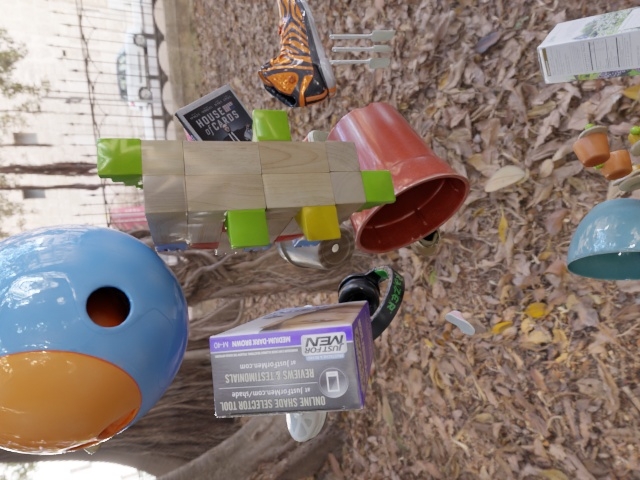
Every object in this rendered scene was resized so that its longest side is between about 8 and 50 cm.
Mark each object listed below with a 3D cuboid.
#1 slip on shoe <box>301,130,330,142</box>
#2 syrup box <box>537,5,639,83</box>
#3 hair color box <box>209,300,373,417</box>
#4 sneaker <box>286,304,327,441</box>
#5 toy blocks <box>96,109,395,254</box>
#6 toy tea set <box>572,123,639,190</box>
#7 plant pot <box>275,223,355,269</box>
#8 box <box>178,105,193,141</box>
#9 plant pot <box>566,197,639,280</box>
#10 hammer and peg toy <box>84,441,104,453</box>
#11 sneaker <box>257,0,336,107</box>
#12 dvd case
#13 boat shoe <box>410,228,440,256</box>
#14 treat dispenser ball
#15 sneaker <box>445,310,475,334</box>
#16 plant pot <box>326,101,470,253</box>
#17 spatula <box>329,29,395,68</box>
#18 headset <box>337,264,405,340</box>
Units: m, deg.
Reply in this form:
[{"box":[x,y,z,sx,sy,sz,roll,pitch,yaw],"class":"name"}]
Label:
[{"box":[0.039,-0.392,1.727,0.101,0.331,0.123,-21,77,38],"class":"slip on shoe"},{"box":[0.588,-0.398,0.817,0.236,0.093,0.096,19,152,53],"class":"syrup box"},{"box":[-0.017,0.167,0.640,0.339,0.185,0.110,14,-111,-80],"class":"hair color box"},{"box":[-0.111,0.432,1.200,0.169,0.257,0.448,11,104,39],"class":"sneaker"},{"box":[-0.116,-0.052,0.639,0.261,0.381,0.191,139,124,-66],"class":"toy blocks"},{"box":[0.795,-0.245,1.024,0.200,0.335,0.124,-35,51,50],"class":"toy tea set"},{"box":[0.000,0.000,1.776,0.280,0.323,0.323,27,120,55],"class":"plant pot"},{"box":[-0.408,-0.407,1.506,0.300,0.154,0.142,-163,57,-83],"class":"box"},{"box":[0.903,-0.011,1.202,0.290,0.290,0.196,148,135,-63],"class":"plant pot"},{"box":[-0.515,0.340,0.986,0.127,0.266,0.361,53,150,-14],"class":"hammer and peg toy"},{"box":[-0.093,-0.503,1.051,0.124,0.180,0.321,119,129,-86],"class":"sneaker"},{"box":[-0.238,-0.274,1.063,0.239,0.179,0.029,53,149,-12],"class":"dvd case"},{"box":[0.387,-0.019,1.500,0.341,0.121,0.110,53,-164,-51],"class":"boat shoe"},{"box":[-0.325,0.122,0.532,0.288,0.288,0.288,174,90,-66],"class":"treat dispenser ball"},{"box":[0.615,0.350,1.737,0.134,0.070,0.051,34,121,27],"class":"sneaker"},{"box":[0.151,-0.154,0.928,0.265,0.272,0.272,65,150,28],"class":"plant pot"},{"box":[0.153,-0.723,1.529,0.168,0.241,0.019,91,176,-69],"class":"spatula"},{"box":[0.116,0.228,1.183,0.394,0.185,0.243,-37,22,47],"class":"headset"}]
